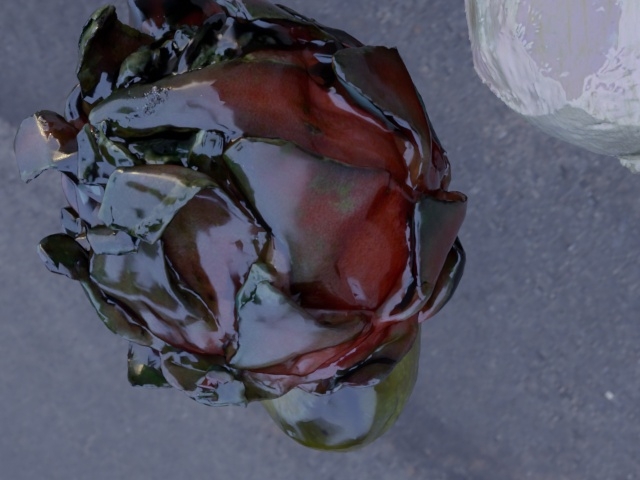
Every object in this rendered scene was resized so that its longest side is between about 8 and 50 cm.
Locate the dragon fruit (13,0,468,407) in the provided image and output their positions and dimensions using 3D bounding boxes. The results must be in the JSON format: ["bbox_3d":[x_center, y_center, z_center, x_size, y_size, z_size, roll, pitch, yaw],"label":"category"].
[{"bbox_3d":[-0.027,-0.016,0.546,0.182,0.188,0.182,3,101,15],"label":"dragon fruit"}]

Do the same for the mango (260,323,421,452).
[{"bbox_3d":[0.001,0.003,0.907,0.176,0.176,0.329,72,-176,-59],"label":"mango"}]

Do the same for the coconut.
[{"bbox_3d":[0.159,-0.126,0.647,0.194,0.194,0.194,28,136,31],"label":"coconut"}]
